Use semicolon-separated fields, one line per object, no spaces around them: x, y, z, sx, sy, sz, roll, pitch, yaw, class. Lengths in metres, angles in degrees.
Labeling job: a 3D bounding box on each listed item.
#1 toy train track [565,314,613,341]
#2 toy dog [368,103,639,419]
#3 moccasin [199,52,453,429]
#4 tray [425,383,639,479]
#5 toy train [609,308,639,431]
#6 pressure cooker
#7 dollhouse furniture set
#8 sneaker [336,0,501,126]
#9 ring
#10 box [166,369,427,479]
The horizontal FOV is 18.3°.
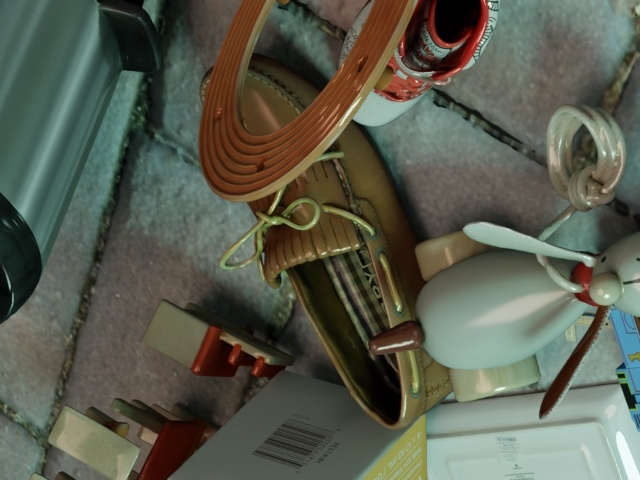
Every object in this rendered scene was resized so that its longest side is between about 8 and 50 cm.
0.239;0.075;1.802;0.083;0.014;0.048;7;117;33;toy train track
0.158;0.052;1.697;0.220;0.161;0.333;61;148;18;toy dog
-0.002;0.001;1.851;0.139;0.147;0.380;-19;100;41;moccasin
0.197;0.218;1.896;0.270;0.030;0.145;-11;105;39;tray
0.301;0.080;1.718;0.105;0.080;0.184;-10;105;47;toy train
-0.385;-0.164;1.882;0.370;0.420;0.375;32;147;-22;pressure cooker
-0.148;0.202;2.009;0.135;0.262;0.259;28;95;20;dollhouse furniture set
0.076;-0.166;1.700;0.090;0.145;0.270;33;130;-8;sneaker
0.001;-0.181;1.680;0.032;0.336;0.336;28;138;-26;ring
-0.014;0.339;1.951;0.168;0.215;0.345;14;124;27;box
